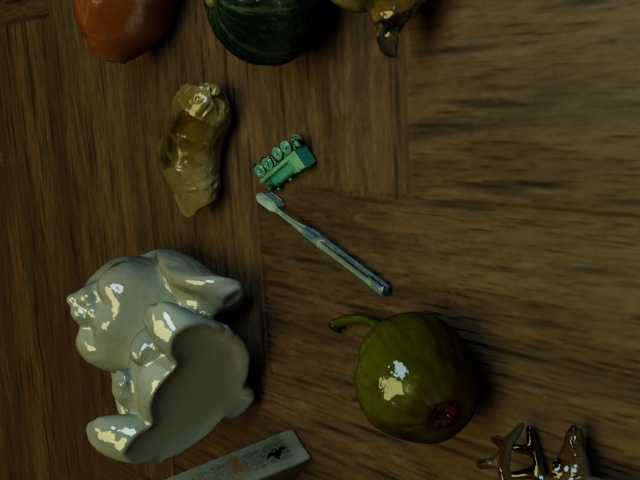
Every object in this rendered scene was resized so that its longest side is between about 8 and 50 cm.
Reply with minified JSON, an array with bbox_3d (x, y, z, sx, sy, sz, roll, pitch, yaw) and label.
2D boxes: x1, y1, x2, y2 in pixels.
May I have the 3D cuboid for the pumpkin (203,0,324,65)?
[{"bbox_3d":[-0.060,-0.264,0.868,0.167,0.125,0.167,-179,90,-73],"label":"pumpkin"}]

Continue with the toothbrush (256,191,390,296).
[{"bbox_3d":[0.000,0.000,0.952,0.219,0.019,0.016,37,127,35],"label":"toothbrush"}]

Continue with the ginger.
[{"bbox_3d":[-0.157,-0.117,1.055,0.095,0.069,0.190,44,130,37],"label":"ginger"}]

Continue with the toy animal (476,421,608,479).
[{"bbox_3d":[0.262,0.260,0.683,0.260,0.087,0.243,-23,81,45],"label":"toy animal"}]

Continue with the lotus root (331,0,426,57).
[{"bbox_3d":[0.042,-0.277,0.765,0.118,0.125,0.220,-25,84,5],"label":"lotus root"}]

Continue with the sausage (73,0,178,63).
[{"bbox_3d":[-0.236,-0.338,1.044,0.133,0.133,0.258,53,133,24],"label":"sausage"}]

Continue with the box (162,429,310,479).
[{"bbox_3d":[-0.172,0.388,1.098,0.051,0.205,0.365,54,133,24],"label":"box"}]

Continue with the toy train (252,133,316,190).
[{"bbox_3d":[-0.043,-0.088,0.971,0.045,0.029,0.092,56,140,0],"label":"toy train"}]

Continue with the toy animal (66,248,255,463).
[{"bbox_3d":[-0.218,0.128,1.107,0.265,0.206,0.271,41,112,44],"label":"toy animal"}]

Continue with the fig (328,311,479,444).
[{"bbox_3d":[0.072,0.116,0.861,0.236,0.124,0.124,-140,49,-63],"label":"fig"}]
